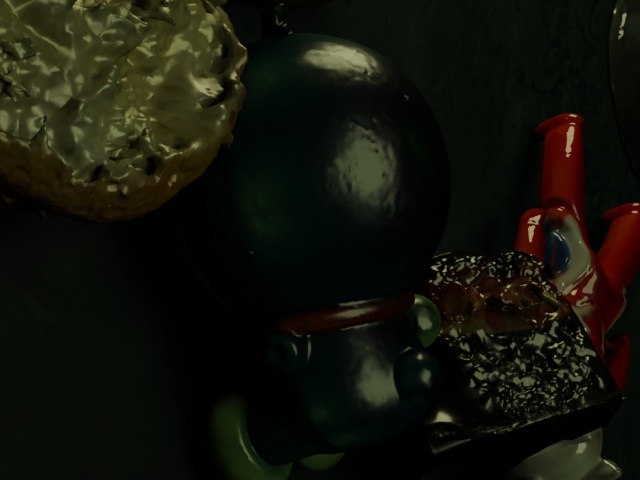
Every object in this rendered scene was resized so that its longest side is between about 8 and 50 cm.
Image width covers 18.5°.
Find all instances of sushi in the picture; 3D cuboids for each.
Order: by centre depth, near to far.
[{"bbox_3d":[0.118,0.088,1.474,0.172,0.153,0.150,-20,69,-15],"label":"sushi"}]

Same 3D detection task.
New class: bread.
[{"bbox_3d":[-0.167,-0.135,1.160,0.274,0.149,0.274,19,64,-45],"label":"bread"}]

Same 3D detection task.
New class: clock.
[{"bbox_3d":[0.384,-0.141,1.990,0.281,0.055,0.280,21,63,-49],"label":"clock"}]

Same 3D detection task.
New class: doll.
[{"bbox_3d":[0.000,0.000,1.314,0.198,0.186,0.321,-21,99,-55],"label":"doll"},{"bbox_3d":[0.211,0.073,1.661,0.188,0.099,0.384,50,37,-30],"label":"doll"}]

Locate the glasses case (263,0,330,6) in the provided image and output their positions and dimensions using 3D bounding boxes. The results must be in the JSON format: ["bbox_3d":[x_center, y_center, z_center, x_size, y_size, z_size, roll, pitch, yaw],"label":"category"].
[{"bbox_3d":[-0.038,-0.274,1.386,0.371,0.141,0.173,17,66,-50],"label":"glasses case"}]
